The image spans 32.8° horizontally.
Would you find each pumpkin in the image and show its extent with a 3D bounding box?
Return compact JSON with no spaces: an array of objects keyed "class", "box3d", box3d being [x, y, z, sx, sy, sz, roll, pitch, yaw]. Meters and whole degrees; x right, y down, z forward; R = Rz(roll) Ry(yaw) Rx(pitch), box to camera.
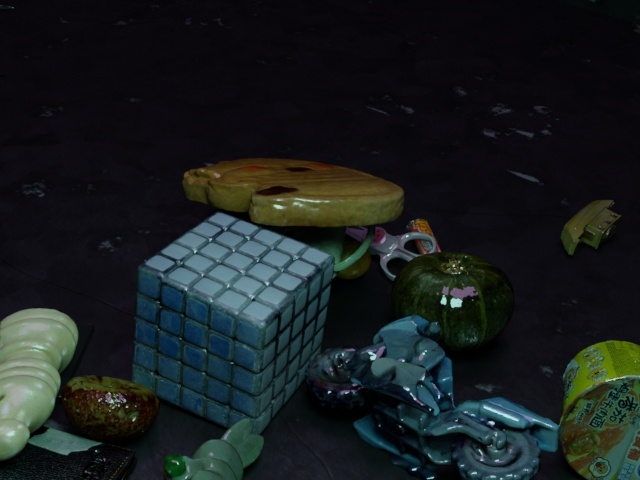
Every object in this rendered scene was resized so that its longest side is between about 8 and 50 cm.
[{"class":"pumpkin","box3d":[0.227,0.107,1.880,0.223,0.157,0.224,-2,17,1]}]

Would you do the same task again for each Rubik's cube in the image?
[{"class":"Rubik's cube","box3d":[-0.137,0.128,1.712,0.237,0.237,0.238,22,35,19]}]

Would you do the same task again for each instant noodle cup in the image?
[{"class":"instant noodle cup","box3d":[0.459,0.253,1.660,0.205,0.205,0.153,7,27,2]}]

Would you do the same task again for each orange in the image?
[{"class":"orange","box3d":[0.054,0.037,2.038,0.083,0.070,0.083,0,17,0]}]

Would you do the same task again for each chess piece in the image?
[{"class":"chess piece","box3d":[-0.436,0.217,1.581,0.139,0.124,0.307,12,20,-13]}]

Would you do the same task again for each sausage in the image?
[{"class":"sausage","box3d":[0.208,0.012,2.125,0.050,0.048,0.145,35,22,-30]}]

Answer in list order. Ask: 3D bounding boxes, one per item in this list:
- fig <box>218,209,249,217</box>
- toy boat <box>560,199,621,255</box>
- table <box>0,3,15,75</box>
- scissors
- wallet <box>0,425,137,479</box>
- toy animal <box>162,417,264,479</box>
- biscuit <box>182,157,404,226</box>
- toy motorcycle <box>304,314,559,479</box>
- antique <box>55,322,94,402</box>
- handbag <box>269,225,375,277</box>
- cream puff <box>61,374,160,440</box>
[{"class":"fig","box3d":[-0.165,-0.092,2.204,0.119,0.153,0.119,2,74,-8]},{"class":"toy boat","box3d":[0.558,-0.025,2.231,0.077,0.057,0.200,32,40,25]},{"class":"table","box3d":[-0.854,-0.432,2.507,0.249,0.317,0.317,11,30,-16]},{"class":"scissors","box3d":[0.109,0.003,2.120,0.242,0.030,0.118,26,61,36]},{"class":"wallet","box3d":[-0.399,0.344,1.494,0.221,0.071,0.262,11,26,10]},{"class":"toy animal","box3d":[-0.151,0.339,1.517,0.125,0.127,0.251,1,17,15]},{"class":"biscuit","box3d":[-0.045,-0.095,1.944,0.350,0.078,0.455,-1,12,-37]},{"class":"toy motorcycle","box3d":[0.177,0.233,1.656,0.416,0.172,0.232,22,41,39]},{"class":"antique","box3d":[-0.407,0.196,1.766,0.031,0.015,0.192,4,32,4]},{"class":"handbag","box3d":[0.000,0.000,1.992,0.219,0.079,0.256,-23,26,19]},{"class":"cream puff","box3d":[-0.316,0.251,1.619,0.149,0.084,0.149,13,-1,0]}]
